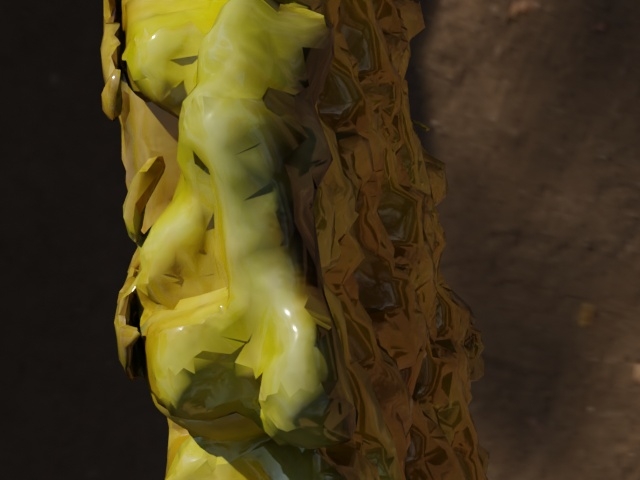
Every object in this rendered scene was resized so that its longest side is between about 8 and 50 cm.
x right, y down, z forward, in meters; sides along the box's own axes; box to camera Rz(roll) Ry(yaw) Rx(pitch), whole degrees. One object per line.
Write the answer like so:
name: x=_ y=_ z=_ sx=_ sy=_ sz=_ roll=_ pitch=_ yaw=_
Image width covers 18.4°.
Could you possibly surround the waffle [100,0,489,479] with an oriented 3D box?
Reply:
waffle: x=0.000 y=0.000 z=0.639 sx=0.095 sy=0.382 sz=0.380 roll=-7 pitch=59 yaw=6
